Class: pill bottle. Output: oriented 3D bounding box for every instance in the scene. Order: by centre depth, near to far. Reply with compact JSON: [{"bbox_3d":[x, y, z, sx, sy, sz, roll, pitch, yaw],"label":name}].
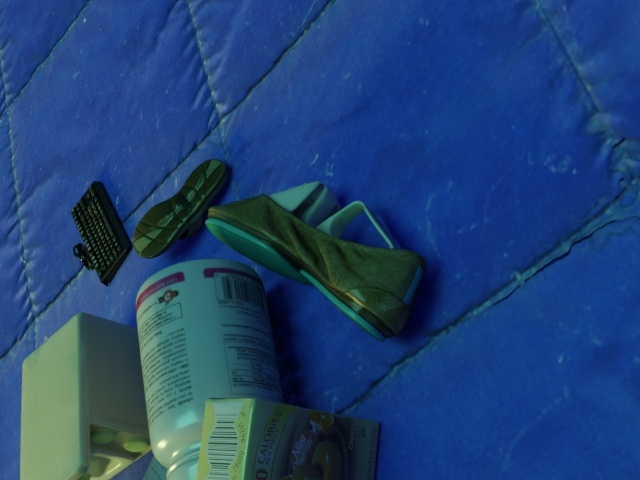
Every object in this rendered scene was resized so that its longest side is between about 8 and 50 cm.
[{"bbox_3d":[-0.126,0.178,1.359,0.160,0.160,0.283,-37,51,35],"label":"pill bottle"}]

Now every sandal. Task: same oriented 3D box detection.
[{"bbox_3d":[-0.187,-0.037,1.603,0.180,0.049,0.072,-44,51,9],"label":"sandal"}]

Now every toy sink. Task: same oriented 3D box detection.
[{"bbox_3d":[-0.312,0.244,1.572,0.153,0.131,0.234,-39,45,34],"label":"toy sink"}]

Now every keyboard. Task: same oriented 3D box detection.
[{"bbox_3d":[-0.351,-0.004,1.793,0.108,0.023,0.180,-54,42,20],"label":"keyboard"}]

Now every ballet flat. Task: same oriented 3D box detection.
[{"bbox_3d":[0.000,0.000,1.336,0.124,0.116,0.342,-52,40,-8],"label":"ballet flat"}]

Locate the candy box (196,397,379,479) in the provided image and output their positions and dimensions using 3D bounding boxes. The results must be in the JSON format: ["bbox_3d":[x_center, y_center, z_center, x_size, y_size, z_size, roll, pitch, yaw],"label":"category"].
[{"bbox_3d":[-0.043,0.331,1.190,0.088,0.183,0.316,-8,70,48],"label":"candy box"}]

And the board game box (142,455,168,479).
[{"bbox_3d":[-0.164,0.397,1.426,0.281,0.027,0.145,39,105,48],"label":"board game box"}]
